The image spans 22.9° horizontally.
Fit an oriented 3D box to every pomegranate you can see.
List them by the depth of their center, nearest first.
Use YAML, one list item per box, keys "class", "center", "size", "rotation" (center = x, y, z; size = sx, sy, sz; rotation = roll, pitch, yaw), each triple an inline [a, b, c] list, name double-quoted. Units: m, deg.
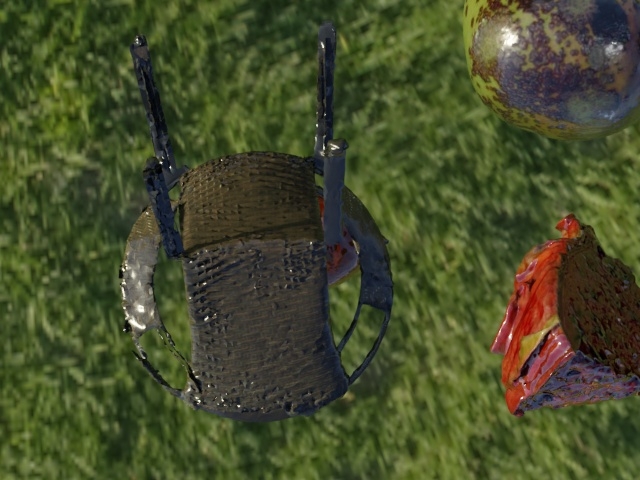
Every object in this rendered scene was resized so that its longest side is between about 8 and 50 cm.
- class: "pomegranate"
  center: [0.301, -0.294, 1.850]
  size: [0.285, 0.285, 0.340]
  rotation: [-5, 123, -10]

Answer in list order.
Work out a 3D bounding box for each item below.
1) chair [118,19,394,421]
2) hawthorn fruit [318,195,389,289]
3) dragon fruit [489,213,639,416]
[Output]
- class: "chair"
  center: [-0.042, -0.006, 0.981]
  size: [0.174, 0.149, 0.213]
  rotation: [-5, 122, -3]
- class: "hawthorn fruit"
  center: [0.000, 0.000, 1.154]
  size: [0.093, 0.081, 0.081]
  rotation: [-8, 126, -8]
- class: "dragon fruit"
  center: [0.130, 0.041, 0.875]
  size: [0.097, 0.131, 0.063]
  rotation: [27, 127, -32]
